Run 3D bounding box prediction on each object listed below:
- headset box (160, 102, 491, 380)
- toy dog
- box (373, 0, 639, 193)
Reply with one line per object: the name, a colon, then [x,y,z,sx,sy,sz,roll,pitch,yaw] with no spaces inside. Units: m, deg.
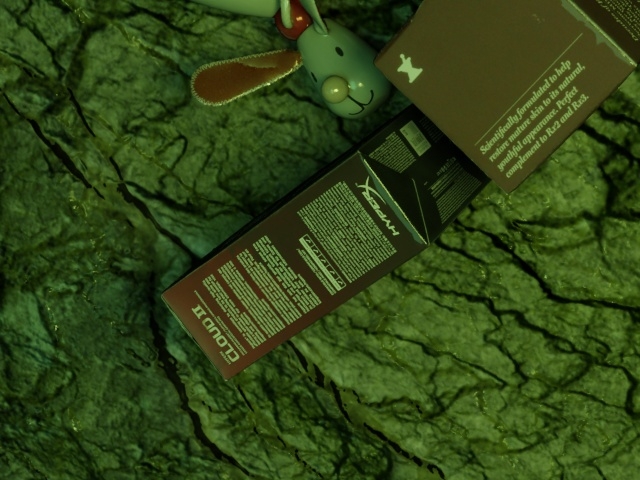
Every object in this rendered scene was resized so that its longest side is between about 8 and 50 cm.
headset box: [0.000,0.000,1.587,0.293,0.218,0.110,-35,93,29]
toy dog: [-0.085,-0.241,1.563,0.334,0.161,0.220,24,118,14]
box: [0.186,-0.178,1.446,0.167,0.203,0.168,45,121,2]
